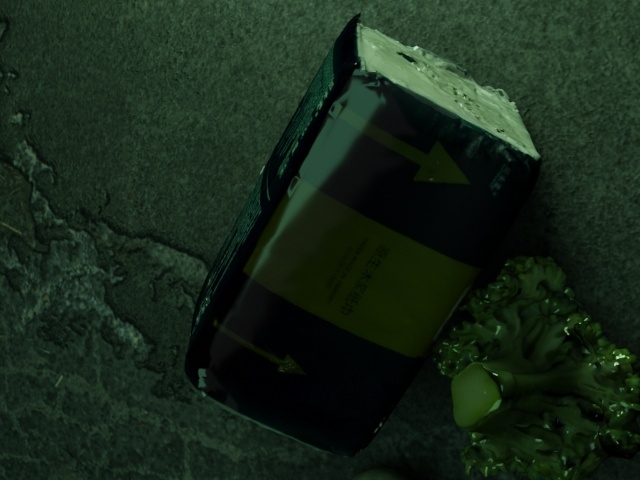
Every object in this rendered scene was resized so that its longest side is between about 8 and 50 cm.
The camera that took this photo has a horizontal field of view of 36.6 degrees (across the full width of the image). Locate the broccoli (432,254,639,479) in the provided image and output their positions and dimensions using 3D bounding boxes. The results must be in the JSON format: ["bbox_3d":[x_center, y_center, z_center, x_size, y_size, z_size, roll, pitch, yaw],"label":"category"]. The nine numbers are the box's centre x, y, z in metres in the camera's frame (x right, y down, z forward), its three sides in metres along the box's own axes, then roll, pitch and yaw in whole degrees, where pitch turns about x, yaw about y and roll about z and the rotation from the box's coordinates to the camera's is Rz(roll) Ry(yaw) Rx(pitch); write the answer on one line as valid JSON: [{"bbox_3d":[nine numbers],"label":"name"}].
[{"bbox_3d":[0.229,0.155,1.052,0.247,0.243,0.263,25,102,33],"label":"broccoli"}]

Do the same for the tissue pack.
[{"bbox_3d":[0.040,-0.010,1.101,0.253,0.264,0.417,25,111,-9],"label":"tissue pack"}]

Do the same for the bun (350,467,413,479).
[{"bbox_3d":[0.106,0.376,1.240,0.183,0.102,0.183,18,115,45],"label":"bun"}]
